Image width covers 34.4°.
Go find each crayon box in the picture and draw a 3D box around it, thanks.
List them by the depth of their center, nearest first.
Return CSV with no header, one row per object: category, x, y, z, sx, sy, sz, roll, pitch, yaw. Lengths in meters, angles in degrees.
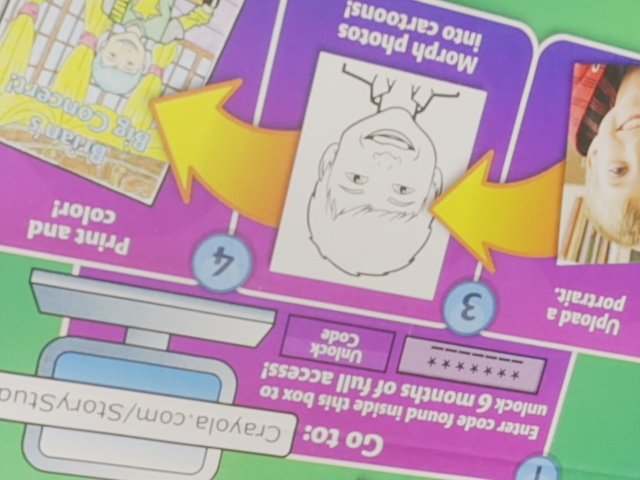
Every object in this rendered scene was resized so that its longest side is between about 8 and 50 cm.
crayon box,0.000,0.000,0.384,0.106,0.363,0.313,-137,-121,-72
